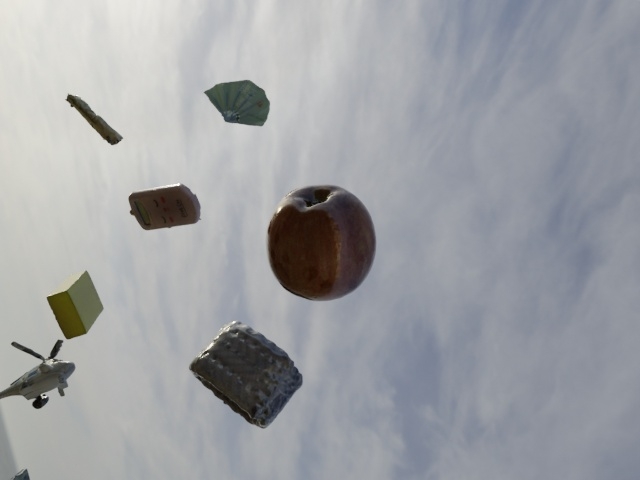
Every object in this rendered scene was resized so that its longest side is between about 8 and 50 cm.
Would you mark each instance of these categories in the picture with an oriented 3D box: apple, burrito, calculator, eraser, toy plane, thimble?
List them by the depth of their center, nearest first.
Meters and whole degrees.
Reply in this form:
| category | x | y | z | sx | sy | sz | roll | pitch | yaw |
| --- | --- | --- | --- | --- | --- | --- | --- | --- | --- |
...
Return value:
| category | x | y | z | sx | sy | sz | roll | pitch | yaw |
| --- | --- | --- | --- | --- | --- | --- | --- | --- | --- |
| apple | 0.000 | 0.000 | 0.947 | 0.188 | 0.188 | 0.173 | 33 | -42 | 47 |
| eraser | -0.488 | 0.126 | 1.130 | 0.122 | 0.045 | 0.097 | -105 | 177 | -72 |
| calculator | -0.352 | -0.074 | 1.268 | 0.175 | 0.032 | 0.100 | -8 | -59 | 15 |
| toy plane | -0.682 | 0.325 | 1.274 | 0.107 | 0.273 | 0.181 | -110 | -169 | -58 |
| thimble | -0.170 | 0.307 | 1.303 | 0.246 | 0.157 | 0.217 | 19 | -30 | 42 |
| burrito | -0.619 | -0.333 | 1.540 | 0.185 | 0.041 | 0.045 | 46 | -20 | -7 |

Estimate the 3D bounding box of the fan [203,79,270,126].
| category | x | y | z | sx | sy | sz | roll | pitch | yaw |
| --- | --- | --- | --- | --- | --- | --- | --- | --- | --- |
| fan | -0.204 | -0.351 | 1.452 | 0.131 | 0.240 | 0.009 | -45 | -119 | 17 |

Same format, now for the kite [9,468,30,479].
| category | x | y | z | sx | sy | sz | roll | pitch | yaw |
| --- | --- | --- | --- | --- | --- | --- | --- | --- | --- |
| kite | -0.323 | 0.263 | 0.441 | 0.012 | 0.250 | 0.229 | 4 | -69 | 15 |
